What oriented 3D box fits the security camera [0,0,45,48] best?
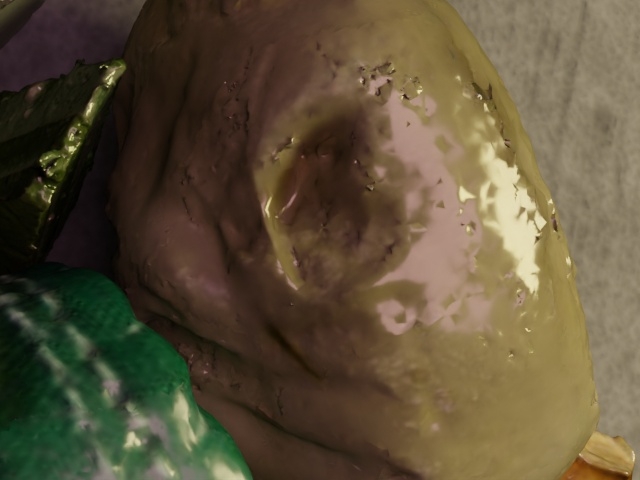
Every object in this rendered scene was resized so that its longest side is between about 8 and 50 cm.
[{"bbox_3d":[-0.282,-0.179,1.008,0.194,0.194,0.236,-36,90,-27],"label":"security camera"}]

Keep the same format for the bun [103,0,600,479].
[{"bbox_3d":[0.000,0.000,1.033,0.234,0.326,0.362,-23,80,-2],"label":"bun"}]

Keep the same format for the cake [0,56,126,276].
[{"bbox_3d":[-0.148,-0.028,1.010,0.099,0.235,0.100,37,66,-23],"label":"cake"}]

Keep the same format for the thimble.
[{"bbox_3d":[-0.147,0.155,0.950,0.167,0.288,0.254,-24,62,-24],"label":"thimble"}]

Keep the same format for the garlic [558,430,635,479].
[{"bbox_3d":[0.136,0.220,1.160,0.115,0.128,0.207,27,66,-64],"label":"garlic"}]
